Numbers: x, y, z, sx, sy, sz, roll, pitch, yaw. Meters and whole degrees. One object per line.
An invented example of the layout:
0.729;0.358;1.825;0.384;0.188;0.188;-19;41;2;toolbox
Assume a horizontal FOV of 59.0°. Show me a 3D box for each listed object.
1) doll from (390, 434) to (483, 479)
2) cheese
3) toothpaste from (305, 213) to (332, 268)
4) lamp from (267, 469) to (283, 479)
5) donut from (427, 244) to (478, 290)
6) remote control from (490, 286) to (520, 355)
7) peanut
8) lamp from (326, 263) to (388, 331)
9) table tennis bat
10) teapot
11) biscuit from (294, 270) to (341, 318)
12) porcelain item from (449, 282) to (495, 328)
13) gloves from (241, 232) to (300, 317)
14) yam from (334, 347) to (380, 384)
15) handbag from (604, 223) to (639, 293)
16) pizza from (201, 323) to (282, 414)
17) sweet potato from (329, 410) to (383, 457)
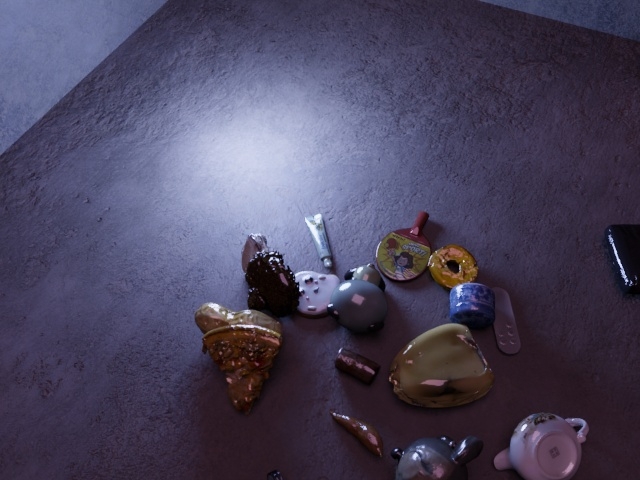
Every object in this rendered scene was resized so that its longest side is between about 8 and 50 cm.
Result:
0.329;0.731;1.554;0.382;0.252;0.379;-43;95;-17;doll
0.367;0.408;1.783;0.315;0.128;0.260;-17;50;-14;cheese
0.000;0.000;2.127;0.067;0.037;0.255;-14;53;-4;toothpaste
-0.013;0.799;1.598;0.108;0.130;0.371;-18;41;-33;lamp
0.471;0.106;2.002;0.162;0.065;0.178;-21;59;-3;donut
0.615;0.269;1.906;0.077;0.022;0.245;-3;57;1;remote control
-0.278;0.291;1.896;0.305;0.147;0.147;8;58;10;peanut
0.135;0.196;1.911;0.197;0.198;0.244;9;41;11;lamp
0.324;0.021;2.087;0.200;0.038;0.310;23;65;17;table tennis bat
0.652;0.597;1.629;0.298;0.139;0.204;-18;84;-10;teapot
-0.028;0.185;2.001;0.208;0.049;0.181;12;58;11;biscuit
0.502;0.222;1.873;0.147;0.147;0.114;5;60;8;porcelain item
-0.187;0.134;1.972;0.312;0.135;0.210;45;110;34;gloves
0.117;0.407;1.827;0.141;0.079;0.079;24;62;18;yam
1.130;0.066;1.958;0.244;0.088;0.275;-1;54;1;handbag
-0.273;0.386;1.793;0.251;0.074;0.288;22;91;13;pizza
0.121;0.578;1.728;0.226;0.068;0.068;30;64;37;sweet potato
